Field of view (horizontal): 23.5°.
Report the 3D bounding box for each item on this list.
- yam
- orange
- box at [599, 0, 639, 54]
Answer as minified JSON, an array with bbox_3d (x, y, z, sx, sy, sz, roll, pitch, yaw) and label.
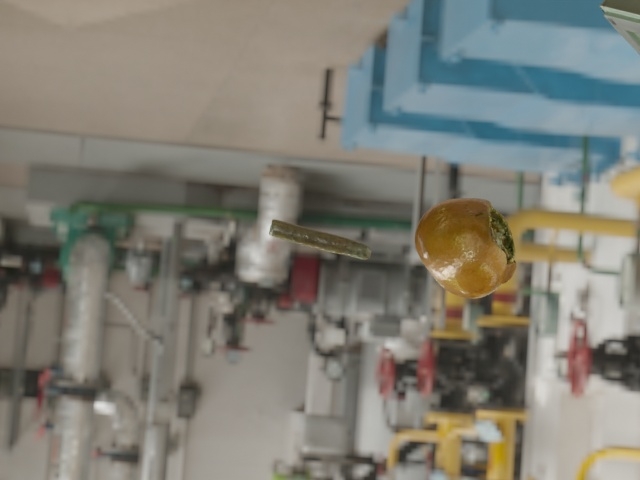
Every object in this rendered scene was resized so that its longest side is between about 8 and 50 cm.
[{"bbox_3d":[0.000,0.000,1.659,0.116,0.021,0.021,15,171,-13],"label":"yam"},{"bbox_3d":[0.211,0.007,2.207,0.154,0.134,0.155,44,-173,-7],"label":"orange"},{"bbox_3d":[0.552,-0.288,2.206,0.225,0.117,0.225,40,177,-26],"label":"box"}]
